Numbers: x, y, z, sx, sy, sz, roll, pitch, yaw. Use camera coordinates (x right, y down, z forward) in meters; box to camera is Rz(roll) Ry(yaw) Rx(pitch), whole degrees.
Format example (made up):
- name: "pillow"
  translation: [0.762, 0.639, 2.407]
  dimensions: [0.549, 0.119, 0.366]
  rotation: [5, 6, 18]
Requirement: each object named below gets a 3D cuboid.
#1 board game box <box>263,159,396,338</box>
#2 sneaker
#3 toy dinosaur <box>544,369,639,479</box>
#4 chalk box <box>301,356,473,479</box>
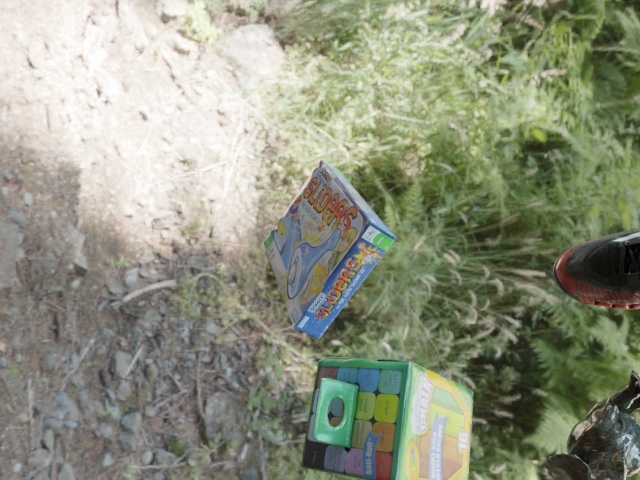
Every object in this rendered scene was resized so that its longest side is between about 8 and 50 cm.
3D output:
- name: "board game box"
  translation: [0.000, 0.000, 0.657]
  dimensions: [0.035, 0.136, 0.201]
  rotation: [30, 14, -26]
- name: "sneaker"
  translation: [0.398, 0.020, 0.633]
  dimensions: [0.135, 0.276, 0.097]
  rotation: [32, 60, -54]
- name: "toy dinosaur"
  translation: [0.366, 0.247, 0.722]
  dimensions: [0.121, 0.160, 0.314]
  rotation: [54, 23, 17]
- name: "chalk box"
  translation: [0.098, 0.292, 0.919]
  dimensions: [0.289, 0.179, 0.180]
  rotation: [31, 62, -45]
